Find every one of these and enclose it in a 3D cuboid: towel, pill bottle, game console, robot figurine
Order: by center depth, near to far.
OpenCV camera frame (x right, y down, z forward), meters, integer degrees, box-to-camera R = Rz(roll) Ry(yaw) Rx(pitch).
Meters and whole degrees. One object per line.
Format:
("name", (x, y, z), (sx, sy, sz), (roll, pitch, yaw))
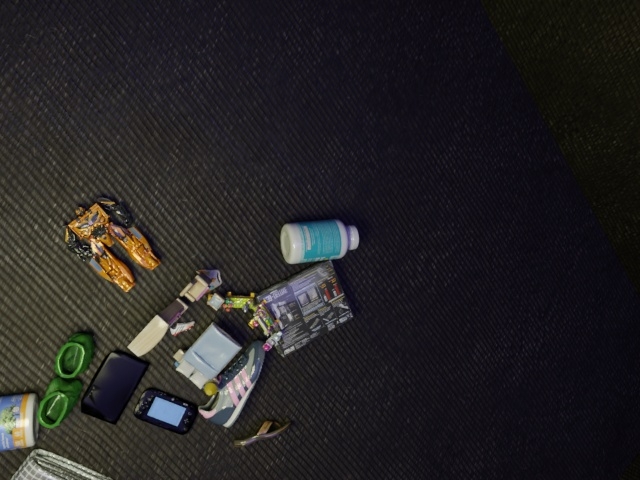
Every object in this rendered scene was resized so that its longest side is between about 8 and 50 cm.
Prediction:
("pill bottle", (-0.962, 0.527, 1.392), (0.272, 0.152, 0.152), (-1, 93, -22))
("towel", (-0.814, 0.801, 1.481), (0.284, 0.121, 0.235), (37, 80, -19))
("robot figurine", (-0.651, 0.007, 1.526), (0.211, 0.085, 0.291), (-44, 107, -15))
("game console", (-0.571, 0.518, 1.605), (0.361, 0.044, 0.213), (31, 82, -21))
("pill bottle", (0.000, 0.000, 1.752), (0.264, 0.146, 0.146), (-6, 95, -21))

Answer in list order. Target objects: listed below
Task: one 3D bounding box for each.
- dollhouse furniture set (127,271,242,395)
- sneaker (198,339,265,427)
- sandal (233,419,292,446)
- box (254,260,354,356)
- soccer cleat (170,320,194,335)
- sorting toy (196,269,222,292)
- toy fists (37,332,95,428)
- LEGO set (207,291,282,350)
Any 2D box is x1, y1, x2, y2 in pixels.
("dollhouse furniture set", (-0.373, 0.316, 1.524), (0.303, 0.198, 0.286), (43, 98, -5))
("sneaker", (-0.300, 0.475, 1.675), (0.131, 0.112, 0.319), (29, 81, -23))
("sandal", (-0.207, 0.679, 1.749), (0.219, 0.090, 0.060), (-12, 75, -14))
("box", (-0.059, 0.240, 1.778), (0.307, 0.076, 0.242), (-27, 102, -19))
("soccer cleat", (-0.464, 0.288, 1.645), (0.083, 0.029, 0.035), (-28, 106, -14))
("sorting toy", (-0.374, 0.134, 1.672), (0.075, 0.045, 0.083), (-18, 100, -39))
("toy fists", (-0.762, 0.414, 1.475), (0.096, 0.142, 0.279), (17, 86, -5))
("LEGO set", (-0.249, 0.251, 1.636), (0.287, 0.107, 0.132), (36, 105, -4))
